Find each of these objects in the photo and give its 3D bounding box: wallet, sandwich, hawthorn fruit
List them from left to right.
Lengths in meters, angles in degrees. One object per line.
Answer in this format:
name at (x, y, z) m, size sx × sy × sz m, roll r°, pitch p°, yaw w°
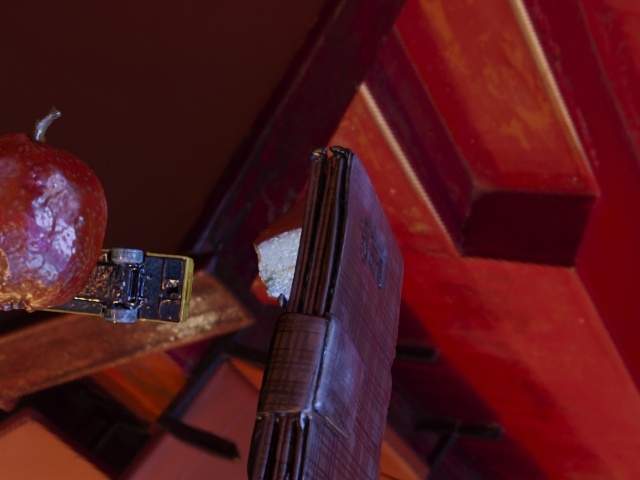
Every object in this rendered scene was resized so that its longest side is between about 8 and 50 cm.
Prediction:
hawthorn fruit at (-0.359, -0.040, 1.141) m, size 0.205 × 0.253 × 0.205 m, roll 7°, pitch 170°, yaw 1°
sandwich at (0.000, 0.000, 1.160) m, size 0.096 × 0.258 × 0.094 m, roll -1°, pitch 109°, yaw 18°
wallet at (0.003, 0.080, 0.447) m, size 0.042 × 0.230 × 0.124 m, roll 1°, pitch 150°, yaw 20°

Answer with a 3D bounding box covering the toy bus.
toy bus at (-0.376, 0.065, 1.516) m, size 0.335 × 0.121 × 0.123 m, roll 5°, pitch 178°, yaw 4°
